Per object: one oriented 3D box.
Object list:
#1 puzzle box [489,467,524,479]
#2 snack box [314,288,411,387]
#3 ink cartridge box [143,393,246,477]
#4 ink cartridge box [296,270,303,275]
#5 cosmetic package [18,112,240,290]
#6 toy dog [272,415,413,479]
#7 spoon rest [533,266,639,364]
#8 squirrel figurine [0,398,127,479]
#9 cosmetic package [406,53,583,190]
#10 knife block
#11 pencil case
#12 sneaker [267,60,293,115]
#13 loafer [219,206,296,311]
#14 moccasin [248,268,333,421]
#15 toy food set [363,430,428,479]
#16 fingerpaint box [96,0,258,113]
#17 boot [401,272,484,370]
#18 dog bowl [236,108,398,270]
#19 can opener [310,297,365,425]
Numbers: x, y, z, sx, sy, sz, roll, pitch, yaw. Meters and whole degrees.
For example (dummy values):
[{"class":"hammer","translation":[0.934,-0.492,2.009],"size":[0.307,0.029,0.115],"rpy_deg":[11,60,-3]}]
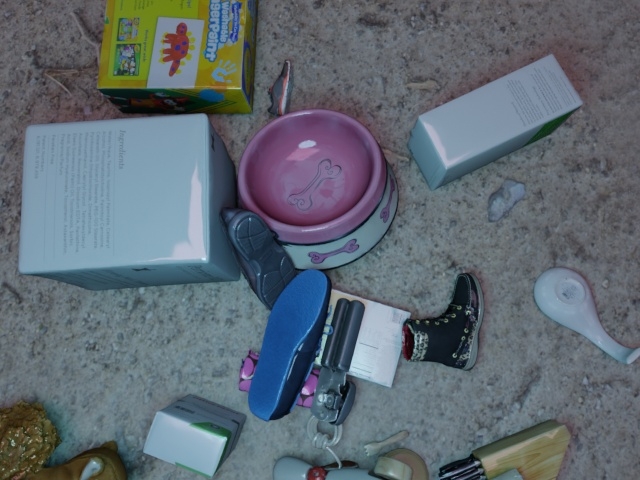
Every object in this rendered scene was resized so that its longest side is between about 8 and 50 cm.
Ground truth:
[{"class":"puzzle box","translation":[0.311,0.704,1.112],"size":[0.408,0.052,0.272],"rpy_deg":[-29,93,4]},{"class":"snack box","translation":[0.042,0.221,1.265],"size":[0.321,0.060,0.187],"rpy_deg":[17,80,5]},{"class":"ink cartridge box","translation":[-0.272,0.430,1.156],"size":[0.160,0.219,0.093],"rpy_deg":[19,83,6]},{"class":"ink cartridge box","translation":[0.000,0.000,1.304],"size":[0.198,0.067,0.115],"rpy_deg":[-27,79,-3]},{"class":"cosmetic package","translation":[-0.414,-0.071,1.197],"size":[0.392,0.329,0.328],"rpy_deg":[-4,78,2]},{"class":"toy dog","translation":[0.069,0.558,1.146],"size":[0.333,0.161,0.220],"rpy_deg":[21,60,43]},{"class":"spoon rest","translation":[0.645,0.184,1.257],"size":[0.137,0.084,0.276],"rpy_deg":[-37,67,-6]},{"class":"squirrel figurine","translation":[-0.638,0.544,1.124],"size":[0.370,0.281,0.397],"rpy_deg":[-31,82,-11]},{"class":"cosmetic package","translation":[0.419,-0.287,1.283],"size":[0.365,0.197,0.155],"rpy_deg":[-27,81,-2]},{"class":"knife block","translation":[0.408,0.508,1.186],"size":[0.241,0.088,0.276],"rpy_deg":[24,82,5]},{"class":"pencil case","translation":[-0.092,0.334,1.235],"size":[0.209,0.095,0.098],"rpy_deg":[15,65,2]},{"class":"sneaker","translation":[-0.113,-0.415,1.392],"size":[0.064,0.061,0.158],"rpy_deg":[7,79,9]},{"class":"loafer","translation":[-0.138,0.042,1.164],"size":[0.109,0.303,0.095],"rpy_deg":[-40,43,-21]},{"class":"moccasin","translation":[-0.062,0.231,1.159],"size":[0.137,0.116,0.342],"rpy_deg":[23,85,35]},{"class":"toy food set","translation":[0.188,0.558,1.214],"size":[0.132,0.038,0.192],"rpy_deg":[-19,74,-9]},{"class":"fingerpaint box","translation":[-0.363,-0.575,1.375],"size":[0.370,0.163,0.446],"rpy_deg":[0,80,3]},{"class":"boot","translation":[0.291,0.186,1.226],"size":[0.178,0.085,0.237],"rpy_deg":[8,83,-19]},{"class":"dog bowl","translation":[-0.018,-0.140,1.239],"size":[0.407,0.150,0.409],"rpy_deg":[-4,64,8]},{"class":"can opener","translation":[0.051,0.281,1.196],"size":[0.075,0.095,0.284],"rpy_deg":[3,70,40]}]
